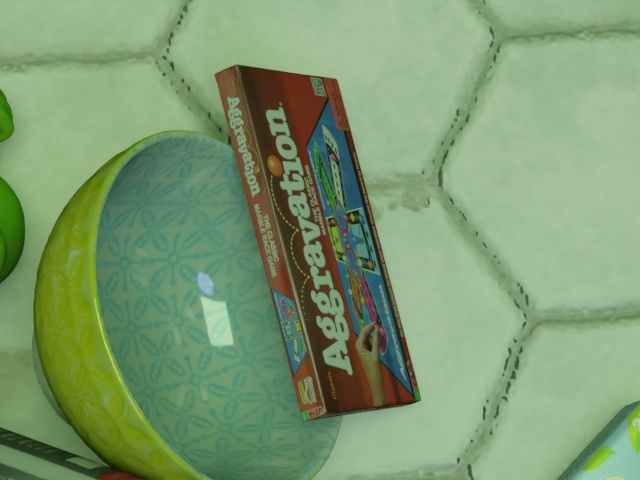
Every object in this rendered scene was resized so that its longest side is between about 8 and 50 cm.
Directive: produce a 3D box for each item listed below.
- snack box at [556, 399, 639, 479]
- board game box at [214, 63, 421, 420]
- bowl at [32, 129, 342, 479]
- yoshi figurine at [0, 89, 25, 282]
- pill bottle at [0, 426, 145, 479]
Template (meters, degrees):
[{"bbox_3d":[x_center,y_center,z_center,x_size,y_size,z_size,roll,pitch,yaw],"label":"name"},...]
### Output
[{"bbox_3d":[0.272,0.261,1.395,0.207,0.070,0.174,43,79,5],"label":"snack box"},{"bbox_3d":[0.000,0.000,1.387,0.027,0.145,0.281,-21,79,33],"label":"board game box"},{"bbox_3d":[-0.127,0.074,1.327,0.156,0.289,0.289,-20,79,32],"label":"bowl"},{"bbox_3d":[-0.353,-0.082,1.373,0.203,0.203,0.362,-13,60,-48],"label":"yoshi figurine"},{"bbox_3d":[-0.297,0.219,1.237,0.363,0.210,0.210,17,77,19],"label":"pill bottle"}]
